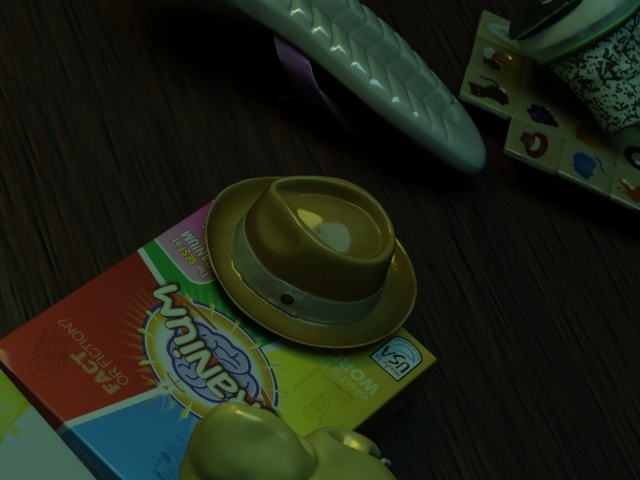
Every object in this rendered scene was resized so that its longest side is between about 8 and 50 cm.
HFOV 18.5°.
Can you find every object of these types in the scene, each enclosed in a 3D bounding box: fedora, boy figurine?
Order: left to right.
[{"bbox_3d":[0.000,0.000,1.658,0.194,0.079,0.194,13,47,-14],"label":"fedora"},{"bbox_3d":[0.019,0.219,1.492,0.285,0.092,0.177,32,35,-25],"label":"boy figurine"}]

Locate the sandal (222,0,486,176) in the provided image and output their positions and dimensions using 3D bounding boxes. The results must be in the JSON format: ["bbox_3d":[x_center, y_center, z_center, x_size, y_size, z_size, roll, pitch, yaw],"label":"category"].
[{"bbox_3d":[-0.016,-0.188,1.892,0.416,0.102,0.169,38,25,-13],"label":"sandal"}]

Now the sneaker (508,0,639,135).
[{"bbox_3d":[0.342,-0.215,2.072,0.410,0.158,0.182,-33,98,-50],"label":"sneaker"}]

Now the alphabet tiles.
[{"bbox_3d":[0.309,-0.124,2.027,0.342,0.011,0.285,24,38,-5],"label":"alphabet tiles"}]

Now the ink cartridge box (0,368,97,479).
[{"bbox_3d":[-0.289,0.223,1.267,0.385,0.160,0.279,51,46,-12],"label":"ink cartridge box"}]

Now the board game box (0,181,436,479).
[{"bbox_3d":[-0.089,0.112,1.621,0.242,0.064,0.316,42,47,13],"label":"board game box"}]
